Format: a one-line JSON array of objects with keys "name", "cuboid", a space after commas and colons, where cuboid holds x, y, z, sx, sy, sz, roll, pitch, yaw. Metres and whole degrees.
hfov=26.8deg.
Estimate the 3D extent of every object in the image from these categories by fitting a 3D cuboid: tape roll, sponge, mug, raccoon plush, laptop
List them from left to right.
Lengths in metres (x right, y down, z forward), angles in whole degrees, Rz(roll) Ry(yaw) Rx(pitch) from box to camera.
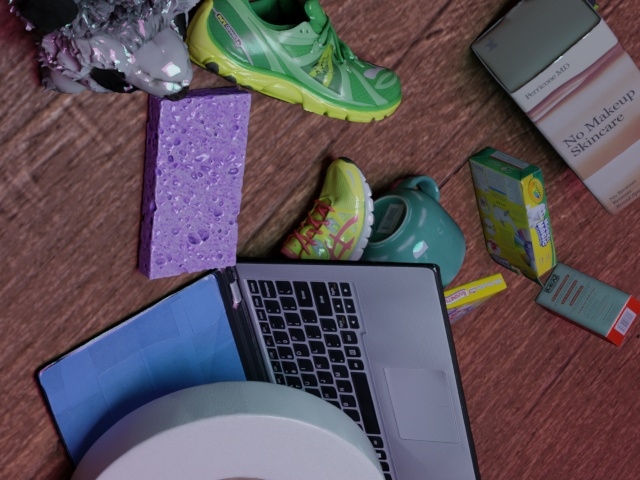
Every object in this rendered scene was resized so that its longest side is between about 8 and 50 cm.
[{"name": "raccoon plush", "cuboid": [-0.231, -0.342, 1.272, 0.216, 0.299, 0.446, -16, 87, -15]}, {"name": "sponge", "cuboid": [-0.142, -0.065, 1.511, 0.117, 0.031, 0.210, -8, 114, -36]}, {"name": "tape roll", "cuboid": [-0.108, 0.339, 1.584, 0.392, 0.072, 0.392, -5, 122, -8]}, {"name": "laptop", "cuboid": [-0.053, 0.239, 1.589, 0.236, 0.408, 0.381, -60, 144, -49]}, {"name": "mug", "cuboid": [0.098, -0.009, 1.673, 0.129, 0.157, 0.097, -35, 131, 14]}]

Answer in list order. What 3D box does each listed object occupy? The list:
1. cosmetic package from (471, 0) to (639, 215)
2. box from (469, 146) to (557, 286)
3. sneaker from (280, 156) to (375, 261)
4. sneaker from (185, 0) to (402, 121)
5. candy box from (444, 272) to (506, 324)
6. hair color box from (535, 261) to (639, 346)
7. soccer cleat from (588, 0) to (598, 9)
[{"name": "cosmetic package", "cuboid": [0.346, -0.184, 1.751, 0.153, 0.129, 0.296, -40, 132, 12]}, {"name": "box", "cuboid": [0.260, -0.028, 1.793, 0.043, 0.105, 0.179, -30, 126, -24]}, {"name": "sneaker", "cuboid": [0.000, 0.000, 1.621, 0.094, 0.081, 0.208, 3, 105, -32]}, {"name": "sneaker", "cuboid": [-0.011, -0.211, 1.497, 0.296, 0.109, 0.123, 13, 105, -41]}, {"name": "candy box", "cuboid": [0.143, 0.101, 1.720, 0.105, 0.206, 0.027, -19, 76, -32]}, {"name": "hair color box", "cuboid": [0.382, 0.090, 1.916, 0.043, 0.141, 0.072, 34, 87, -42]}, {"name": "soccer cleat", "cuboid": [0.328, -0.362, 1.736, 0.072, 0.060, 0.178, -40, 136, -30]}]
